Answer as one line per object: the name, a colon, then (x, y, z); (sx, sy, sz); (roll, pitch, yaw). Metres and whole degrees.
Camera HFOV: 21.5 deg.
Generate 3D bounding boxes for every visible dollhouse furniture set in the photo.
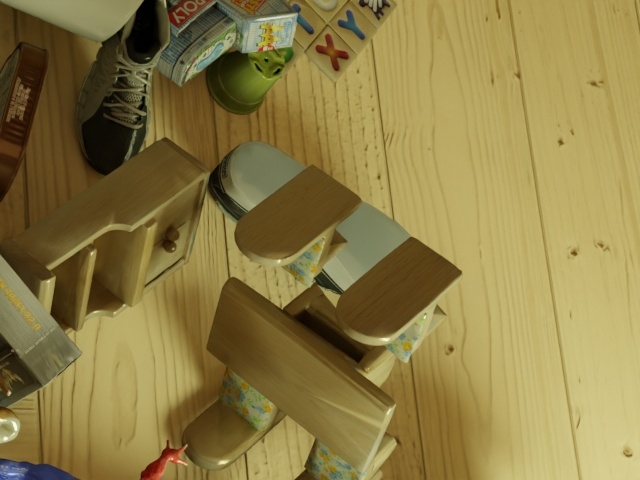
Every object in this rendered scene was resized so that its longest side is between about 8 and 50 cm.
dollhouse furniture set: (-0.112, 0.108, 1.748); (0.394, 0.362, 0.256); (37, 50, 17)

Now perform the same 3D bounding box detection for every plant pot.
plant pot: (-0.083, -0.205, 2.044); (0.083, 0.079, 0.083); (13, 66, -31)

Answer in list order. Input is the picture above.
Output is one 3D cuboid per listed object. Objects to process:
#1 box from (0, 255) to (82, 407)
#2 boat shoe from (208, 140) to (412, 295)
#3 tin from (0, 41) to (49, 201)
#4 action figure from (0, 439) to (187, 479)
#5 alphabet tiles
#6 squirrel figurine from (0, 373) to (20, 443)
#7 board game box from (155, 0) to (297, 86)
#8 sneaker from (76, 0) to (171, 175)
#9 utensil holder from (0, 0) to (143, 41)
box: (-0.354, 0.084, 1.659); (0.183, 0.231, 0.056); (50, 55, -7)
boat shoe: (-0.002, 0.003, 2.005); (0.306, 0.105, 0.113); (31, 62, -13)
tin: (-0.340, -0.129, 1.829); (0.040, 0.106, 0.189); (19, 62, -18)
action figure: (-0.245, 0.250, 1.711); (0.280, 0.091, 0.139); (15, 17, 7)
alphabet tiles: (-0.057, -0.376, 2.169); (0.342, 0.011, 0.285); (45, 54, -11)
squirrel figurine: (-0.424, 0.250, 1.508); (0.281, 0.397, 0.370); (17, 34, -1)
board game box: (-0.135, -0.276, 1.990); (0.194, 0.060, 0.194); (36, 56, 17)
sneaker: (-0.217, -0.180, 1.870); (0.086, 0.132, 0.228); (8, 95, -15)
utensil holder: (-0.346, -0.426, 1.793); (0.385, 0.327, 0.327); (25, 60, -23)
